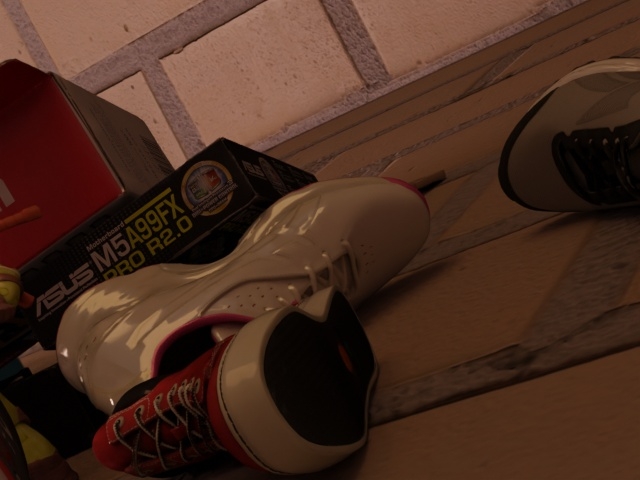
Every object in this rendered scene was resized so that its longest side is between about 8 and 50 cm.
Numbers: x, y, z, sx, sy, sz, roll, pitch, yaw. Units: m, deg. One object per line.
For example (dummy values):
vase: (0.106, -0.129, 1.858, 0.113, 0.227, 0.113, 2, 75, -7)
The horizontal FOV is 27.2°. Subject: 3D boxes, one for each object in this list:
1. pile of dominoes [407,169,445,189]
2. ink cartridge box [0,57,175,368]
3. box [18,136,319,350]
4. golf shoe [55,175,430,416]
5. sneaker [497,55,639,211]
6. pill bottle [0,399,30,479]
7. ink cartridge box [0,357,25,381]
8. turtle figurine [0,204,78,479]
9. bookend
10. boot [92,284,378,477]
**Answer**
pile of dominoes: (0.000, 0.000, 1.397, 0.196, 0.040, 0.251, -21, 3, 41)
ink cartridge box: (-0.291, 0.006, 1.122, 0.309, 0.130, 0.272, -35, -13, 8)
box: (-0.111, 0.012, 1.143, 0.216, 0.060, 0.270, -36, -12, 11)
golf shoe: (-0.035, 0.053, 0.971, 0.306, 0.115, 0.140, -27, 31, -16)
sneaker: (0.213, -0.068, 0.876, 0.108, 0.100, 0.271, -40, 15, -36)
pill bottle: (-0.245, 0.143, 0.641, 0.210, 0.210, 0.363, -29, 9, -12)
ink cartridge box: (-0.478, 0.142, 1.395, 0.270, 0.197, 0.198, -31, 10, -20)
turtle figurine: (-0.253, 0.094, 0.929, 0.087, 0.217, 0.269, -19, 11, 43)
bookend: (-0.251, 0.145, 1.111, 0.157, 0.072, 0.156, -26, 8, 9)
boot: (-0.066, 0.105, 0.754, 0.176, 0.088, 0.244, -26, 1, 9)
